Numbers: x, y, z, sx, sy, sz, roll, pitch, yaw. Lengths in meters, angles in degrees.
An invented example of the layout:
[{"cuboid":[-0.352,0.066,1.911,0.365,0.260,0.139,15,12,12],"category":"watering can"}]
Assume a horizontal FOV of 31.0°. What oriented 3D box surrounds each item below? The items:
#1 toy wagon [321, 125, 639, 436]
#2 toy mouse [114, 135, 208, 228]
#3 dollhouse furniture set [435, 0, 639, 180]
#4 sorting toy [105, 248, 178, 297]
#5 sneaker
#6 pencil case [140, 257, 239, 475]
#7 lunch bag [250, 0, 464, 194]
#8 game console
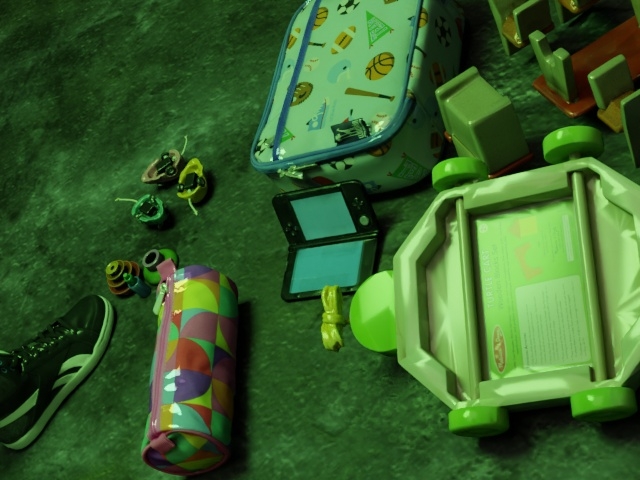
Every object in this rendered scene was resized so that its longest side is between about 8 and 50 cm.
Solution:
[{"cuboid":[0.160,0.048,1.090,0.344,0.068,0.267,-14,66,29],"category":"toy wagon"},{"cuboid":[-0.207,-0.065,1.526,0.143,0.031,0.161,-20,47,24],"category":"toy mouse"},{"cuboid":[0.258,-0.158,1.205,0.259,0.135,0.262,-32,43,-4],"category":"dollhouse furniture set"},{"cuboid":[-0.232,0.037,1.455,0.102,0.042,0.061,-24,46,20],"category":"sorting toy"},{"cuboid":[-0.348,0.139,1.403,0.079,0.121,0.217,17,69,43],"category":"sneaker"},{"cuboid":[-0.144,0.137,1.268,0.104,0.104,0.236,-23,47,21],"category":"pencil case"},{"cuboid":[0.039,-0.181,1.375,0.243,0.115,0.303,-9,51,35],"category":"lunch bag"},{"cuboid":[0.000,0.000,1.291,0.122,0.107,0.071,-9,24,31],"category":"game console"}]
